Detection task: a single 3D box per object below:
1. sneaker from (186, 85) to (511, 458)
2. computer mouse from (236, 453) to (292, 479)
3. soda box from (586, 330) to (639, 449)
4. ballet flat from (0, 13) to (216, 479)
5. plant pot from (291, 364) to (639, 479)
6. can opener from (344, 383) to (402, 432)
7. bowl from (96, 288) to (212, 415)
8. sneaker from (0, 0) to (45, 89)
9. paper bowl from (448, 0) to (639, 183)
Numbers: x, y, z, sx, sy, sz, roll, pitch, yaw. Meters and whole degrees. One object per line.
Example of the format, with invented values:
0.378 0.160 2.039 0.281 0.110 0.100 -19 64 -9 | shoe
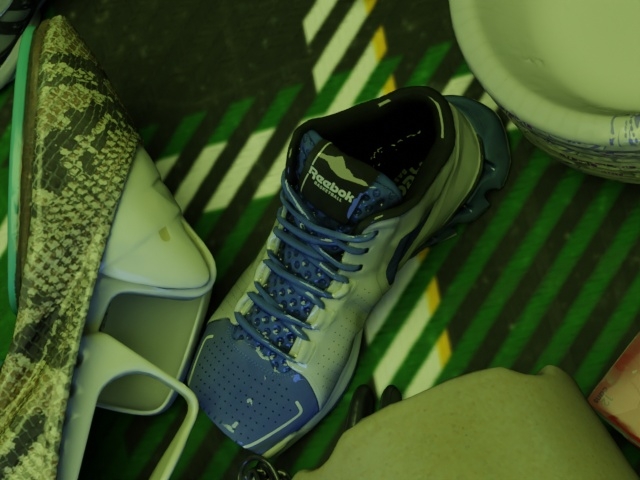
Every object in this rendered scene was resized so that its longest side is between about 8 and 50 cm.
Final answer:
0.001 -0.001 1.375 0.127 0.182 0.315 39 92 21 | sneaker
-0.129 0.268 1.431 0.262 0.060 0.184 -11 87 13 | computer mouse
0.304 0.042 1.322 0.083 0.092 0.263 39 91 22 | soda box
-0.173 0.083 1.378 0.182 0.164 0.483 11 82 2 | ballet flat
0.128 0.263 1.226 0.333 0.334 0.305 -29 64 9 | plant pot
0.031 0.196 1.393 0.059 0.073 0.186 8 72 26 | can opener
-0.156 0.062 1.477 0.142 0.053 0.142 16 84 18 | bowl
-0.266 -0.226 1.515 0.101 0.153 0.268 44 93 20 | sneaker
0.245 -0.177 1.343 0.284 0.148 0.284 -8 71 22 | paper bowl
